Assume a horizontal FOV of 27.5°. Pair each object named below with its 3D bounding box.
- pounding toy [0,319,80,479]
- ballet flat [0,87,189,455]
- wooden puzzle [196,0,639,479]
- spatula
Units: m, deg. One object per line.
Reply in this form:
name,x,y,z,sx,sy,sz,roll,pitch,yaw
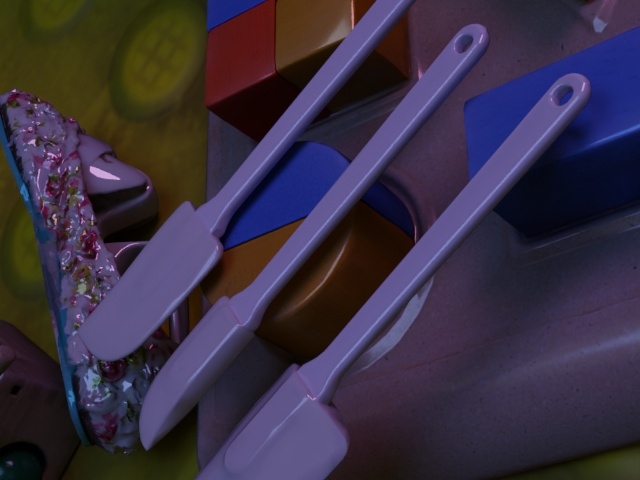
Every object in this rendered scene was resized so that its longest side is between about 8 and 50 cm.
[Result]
pounding toy,-0.196,0.098,0.711,0.141,0.100,0.130,30,92,43
ballet flat,-0.117,0.007,0.715,0.077,0.091,0.241,-20,59,-4
wooden puzzle,0.058,-0.071,0.593,0.322,0.080,0.347,-21,60,31
spatula,0.000,0.000,0.545,0.242,0.019,0.168,-48,41,9
